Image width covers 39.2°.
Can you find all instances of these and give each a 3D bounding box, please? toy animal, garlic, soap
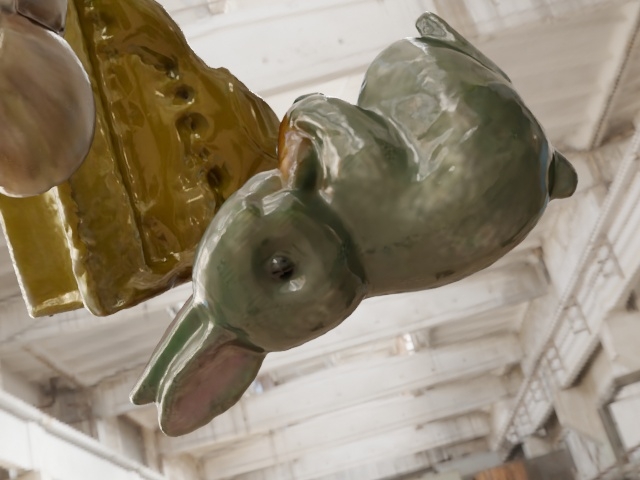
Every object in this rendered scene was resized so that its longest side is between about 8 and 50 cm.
[{"bbox_3d":[0.001,0.000,0.459,0.251,0.127,0.125,-41,-60,-12],"label":"toy animal"},{"bbox_3d":[-0.181,-0.104,0.466,0.099,0.174,0.124,-14,8,45],"label":"garlic"},{"bbox_3d":[-0.142,-0.132,0.791,0.169,0.338,0.304,-7,10,42],"label":"soap"}]
